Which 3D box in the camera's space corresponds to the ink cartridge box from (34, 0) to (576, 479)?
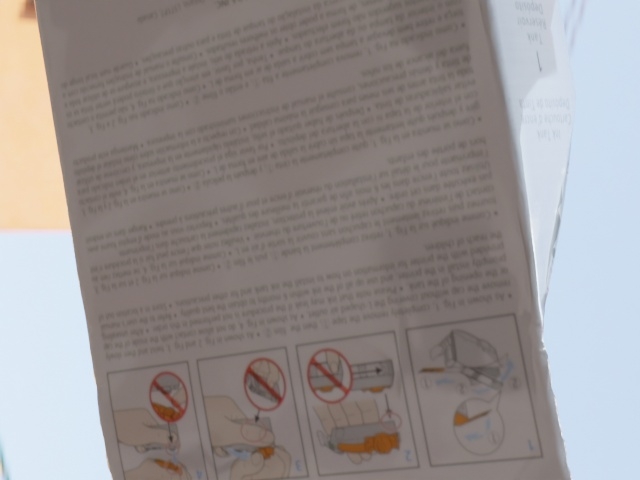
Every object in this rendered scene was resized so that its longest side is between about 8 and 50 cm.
[{"bbox_3d":[0.000,0.000,0.835,0.308,0.091,0.385,-11,-91,36],"label":"ink cartridge box"}]
